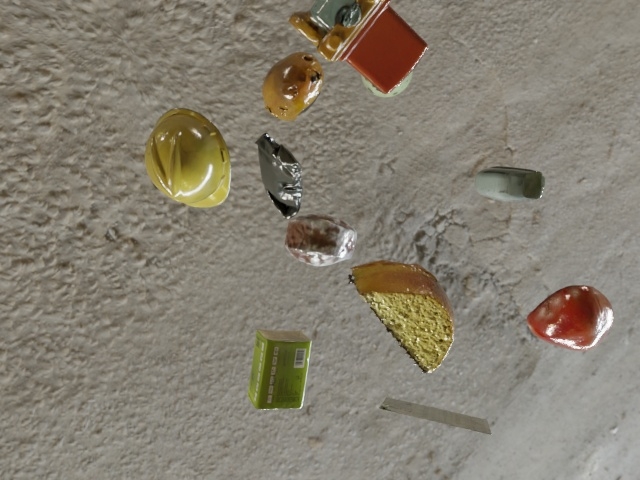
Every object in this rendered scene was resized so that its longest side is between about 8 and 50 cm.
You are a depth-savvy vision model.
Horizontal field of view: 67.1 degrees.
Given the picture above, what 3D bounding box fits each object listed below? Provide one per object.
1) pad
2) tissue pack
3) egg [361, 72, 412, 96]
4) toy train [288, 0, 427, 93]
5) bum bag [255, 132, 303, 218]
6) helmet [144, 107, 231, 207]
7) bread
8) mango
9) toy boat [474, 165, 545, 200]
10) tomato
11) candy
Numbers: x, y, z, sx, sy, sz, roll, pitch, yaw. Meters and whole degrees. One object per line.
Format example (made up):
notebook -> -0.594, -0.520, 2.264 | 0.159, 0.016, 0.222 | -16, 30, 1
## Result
pad -> 0.287, 0.433, 1.210 | 0.265, 0.159, 0.009 | 9, 84, 15
tissue pack -> -0.163, 0.507, 1.915 | 0.200, 0.167, 0.274 | 7, 94, -23
egg -> 0.222, -0.576, 1.637 | 0.177, 0.228, 0.177 | 7, 113, 17
toy train -> 0.072, -0.410, 0.931 | 0.231, 0.369, 0.163 | 38, 109, -18
bum bag -> -0.102, -0.167, 1.254 | 0.080, 0.142, 0.326 | -40, 163, -18
helmet -> -0.329, -0.169, 1.130 | 0.205, 0.140, 0.257 | 0, 116, 16
bread -> 0.181, 0.129, 0.927 | 0.134, 0.129, 0.260 | -39, 104, 12
mango -> -0.085, -0.424, 1.337 | 0.151, 0.249, 0.156 | 15, 77, -21
toy boat -> 0.416, -0.127, 1.077 | 0.085, 0.260, 0.078 | -3, 99, -7
tomato -> 0.539, 0.178, 1.007 | 0.174, 0.082, 0.166 | 20, 131, -16
candy -> 0.000, 0.000, 1.476 | 0.214, 0.289, 0.157 | 12, 89, 8
